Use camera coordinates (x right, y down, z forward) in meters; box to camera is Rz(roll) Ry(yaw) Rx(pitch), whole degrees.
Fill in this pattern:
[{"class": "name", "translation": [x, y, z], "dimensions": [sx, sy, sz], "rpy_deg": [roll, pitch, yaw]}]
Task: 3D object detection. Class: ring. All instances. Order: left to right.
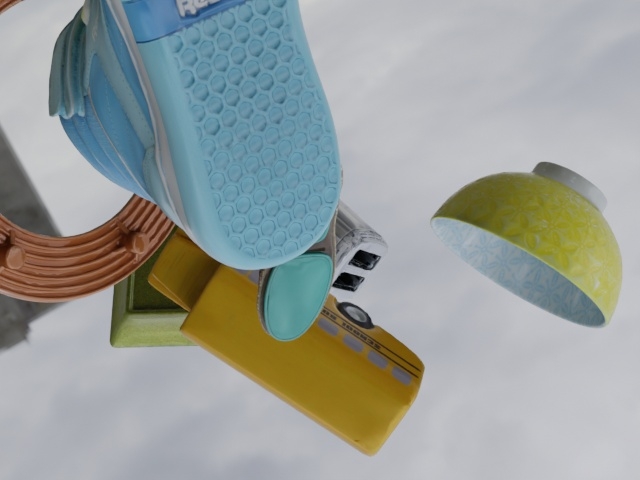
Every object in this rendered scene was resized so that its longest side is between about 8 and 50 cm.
[{"class": "ring", "translation": [-0.223, -0.110, 1.110], "dimensions": [0.032, 0.336, 0.336], "rpy_deg": [7, -145, 42]}]

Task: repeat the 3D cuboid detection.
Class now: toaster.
[{"class": "toaster", "translation": [0.000, 0.000, 1.791], "dimensions": [0.129, 0.146, 0.227], "rpy_deg": [-53, 160, 6]}]

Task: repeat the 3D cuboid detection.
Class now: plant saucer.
[{"class": "plant saucer", "translation": [-0.174, 0.038, 1.573], "dimensions": [0.188, 0.188, 0.045], "rpy_deg": [-2, 157, 4]}]

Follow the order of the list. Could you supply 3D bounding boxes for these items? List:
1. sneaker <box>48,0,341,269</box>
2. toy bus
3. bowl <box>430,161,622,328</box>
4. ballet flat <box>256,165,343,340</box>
[{"class": "sneaker", "translation": [-0.104, -0.149, 0.708], "dimensions": [0.127, 0.319, 0.208], "rpy_deg": [-20, -157, -28]}, {"class": "toy bus", "translation": [-0.046, 0.104, 1.440], "dimensions": [0.108, 0.333, 0.130], "rpy_deg": [-56, 180, 21]}, {"class": "bowl", "translation": [0.316, -0.016, 1.750], "dimensions": [0.156, 0.289, 0.289], "rpy_deg": [-57, -156, -9]}, {"class": "ballet flat", "translation": [-0.020, -0.005, 1.129], "dimensions": [0.073, 0.206, 0.067], "rpy_deg": [2, -146, -20]}]
